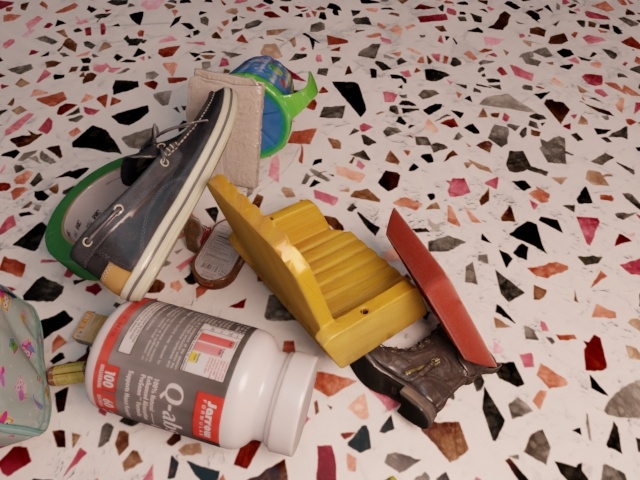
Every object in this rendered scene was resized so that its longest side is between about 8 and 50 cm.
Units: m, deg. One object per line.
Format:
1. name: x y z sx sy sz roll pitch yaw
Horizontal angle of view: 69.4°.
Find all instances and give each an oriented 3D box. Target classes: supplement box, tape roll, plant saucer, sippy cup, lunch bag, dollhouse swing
1. supplement box: -0.450 0.190 0.957 0.098 0.036 0.062 12 57 6
2. tape roll: -0.454 -0.062 1.045 0.321 0.077 0.321 -11 48 13
3. plant saucer: 0.216 0.093 0.885 0.048 0.258 0.259 -31 31 6
4. sippy cup: -0.172 -0.379 1.253 0.305 0.240 0.224 17 46 -4
5. lunch bag: -0.579 0.219 0.828 0.108 0.224 0.279 -17 64 -8
6. dollhouse swing: 0.000 0.000 0.884 0.315 0.305 0.347 -26 46 -25

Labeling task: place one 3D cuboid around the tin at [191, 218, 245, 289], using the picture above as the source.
1. tin: -0.224 0.027 1.076 0.106 0.040 0.190 20 57 7

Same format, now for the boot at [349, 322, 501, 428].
1. boot: 0.198 0.227 0.933 0.229 0.091 0.263 -32 58 -31

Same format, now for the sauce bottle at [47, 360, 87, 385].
1. sauce bottle: -0.462 0.258 0.908 0.128 0.042 0.042 -5 56 -6

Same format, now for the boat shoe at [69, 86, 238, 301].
1. boat shoe: -0.294 -0.129 0.886 0.156 0.187 0.500 28 61 -13

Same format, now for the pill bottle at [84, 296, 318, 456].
1. pill bottle: -0.198 0.242 0.824 0.363 0.210 0.210 13 57 8

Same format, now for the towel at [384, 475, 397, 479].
1. towel: 0.052 0.502 0.773 0.237 0.021 0.102 -23 54 -15

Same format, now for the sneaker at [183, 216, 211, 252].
1. sneaker: -0.282 -0.030 1.064 0.042 0.118 0.067 21 51 0

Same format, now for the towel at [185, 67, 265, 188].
1. towel: -0.235 -0.269 1.140 0.187 0.282 0.049 11 30 6
